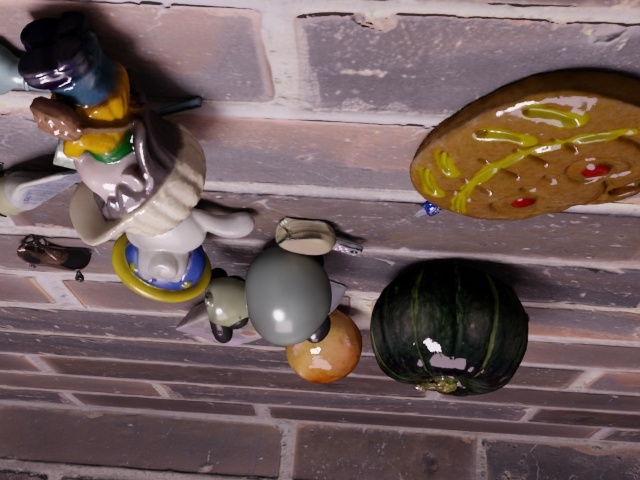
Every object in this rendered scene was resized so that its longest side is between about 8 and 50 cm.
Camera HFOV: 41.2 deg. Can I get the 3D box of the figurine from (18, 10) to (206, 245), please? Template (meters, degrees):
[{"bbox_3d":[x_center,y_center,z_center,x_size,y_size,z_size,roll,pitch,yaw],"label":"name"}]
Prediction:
[{"bbox_3d":[-0.264,-0.143,1.143,0.204,0.185,0.332,-6,139,-5],"label":"figurine"}]

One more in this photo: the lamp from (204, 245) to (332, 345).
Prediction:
[{"bbox_3d":[-0.099,0.112,1.661,0.244,0.198,0.198,-8,156,5],"label":"lamp"}]

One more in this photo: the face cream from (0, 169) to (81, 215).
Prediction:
[{"bbox_3d":[-0.456,-0.099,1.428,0.224,0.070,0.114,-14,-174,32],"label":"face cream"}]

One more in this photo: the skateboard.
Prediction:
[{"bbox_3d":[-0.553,0.029,1.764,0.151,0.067,0.080,12,147,-8],"label":"skateboard"}]

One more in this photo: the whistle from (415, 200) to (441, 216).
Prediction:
[{"bbox_3d":[0.197,-0.059,1.454,0.033,0.029,0.083,5,155,-45],"label":"whistle"}]

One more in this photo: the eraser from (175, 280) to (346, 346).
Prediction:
[{"bbox_3d":[-0.146,0.160,1.955,0.213,0.082,0.397,21,152,-31],"label":"eraser"}]

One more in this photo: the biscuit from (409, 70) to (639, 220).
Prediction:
[{"bbox_3d":[0.335,-0.112,1.250,0.350,0.070,0.394,15,154,-23],"label":"biscuit"}]

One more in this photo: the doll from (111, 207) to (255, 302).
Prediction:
[{"bbox_3d":[-0.312,0.014,1.548,0.311,0.159,0.242,18,154,-25],"label":"doll"}]

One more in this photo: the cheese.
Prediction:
[{"bbox_3d":[0.001,-0.002,1.595,0.171,0.047,0.092,8,159,-7],"label":"cheese"}]

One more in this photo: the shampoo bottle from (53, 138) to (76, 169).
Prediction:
[{"bbox_3d":[-0.315,-0.127,1.351,0.204,0.065,0.065,13,156,-19],"label":"shampoo bottle"}]

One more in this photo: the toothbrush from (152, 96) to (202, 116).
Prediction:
[{"bbox_3d":[-0.269,-0.184,1.259,0.219,0.019,0.016,-8,-172,26],"label":"toothbrush"}]

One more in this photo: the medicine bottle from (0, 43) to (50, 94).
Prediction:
[{"bbox_3d":[-0.456,-0.233,1.135,0.208,0.054,0.090,8,155,-11],"label":"medicine bottle"}]

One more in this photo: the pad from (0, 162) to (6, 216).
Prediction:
[{"bbox_3d":[-0.652,-0.103,1.535,0.163,0.004,0.243,11,156,-14],"label":"pad"}]

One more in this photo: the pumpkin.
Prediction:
[{"bbox_3d":[0.263,0.185,1.738,0.323,0.241,0.323,3,154,2],"label":"pumpkin"}]

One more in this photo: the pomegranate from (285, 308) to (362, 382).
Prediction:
[{"bbox_3d":[0.006,0.241,2.007,0.191,0.191,0.191,4,157,2],"label":"pomegranate"}]
